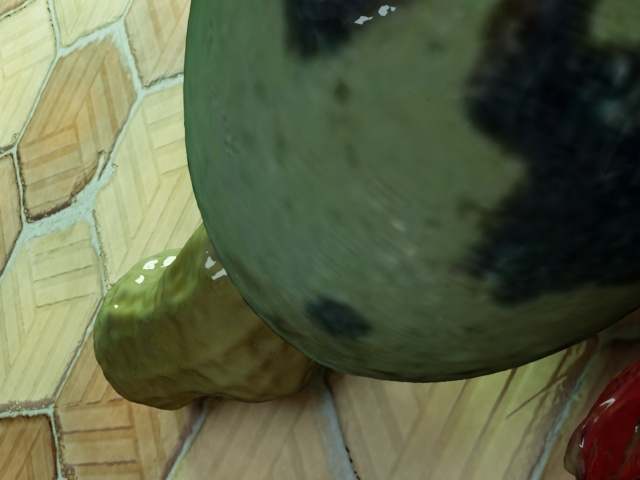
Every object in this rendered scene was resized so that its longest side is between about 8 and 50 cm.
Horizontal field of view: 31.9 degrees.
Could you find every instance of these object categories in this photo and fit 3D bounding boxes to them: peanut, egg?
[{"bbox_3d":[-0.082,0.065,0.899,0.291,0.143,0.159,-32,83,48],"label":"peanut"},{"bbox_3d":[0.092,-0.110,0.643,0.428,0.345,0.345,-52,43,23],"label":"egg"}]

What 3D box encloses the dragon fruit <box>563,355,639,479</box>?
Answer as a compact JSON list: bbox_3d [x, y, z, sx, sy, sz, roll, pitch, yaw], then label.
[{"bbox_3d":[0.209,0.125,0.549,0.172,0.172,0.209,-44,32,24],"label":"dragon fruit"}]
